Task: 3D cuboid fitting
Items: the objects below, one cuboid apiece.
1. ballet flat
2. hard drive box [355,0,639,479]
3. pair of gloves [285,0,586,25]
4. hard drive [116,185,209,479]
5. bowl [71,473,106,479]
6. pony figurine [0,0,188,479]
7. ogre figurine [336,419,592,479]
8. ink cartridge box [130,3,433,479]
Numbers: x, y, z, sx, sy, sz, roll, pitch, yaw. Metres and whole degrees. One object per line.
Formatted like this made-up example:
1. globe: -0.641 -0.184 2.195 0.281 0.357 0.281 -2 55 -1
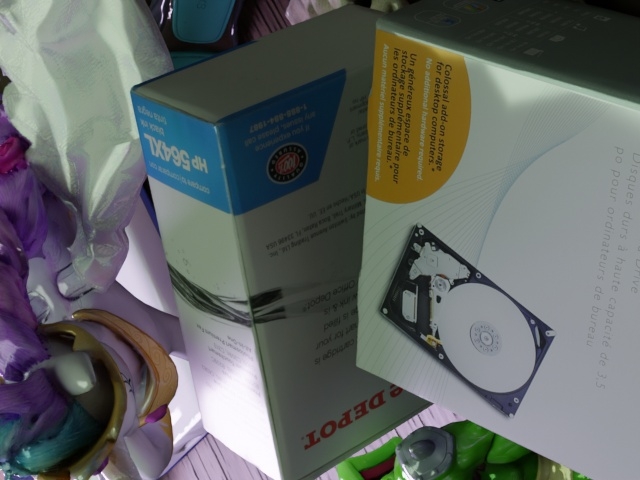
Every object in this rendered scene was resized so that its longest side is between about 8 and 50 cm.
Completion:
1. ballet flat: -0.086 -0.146 0.922 0.074 0.074 0.203 58 151 21
2. hard drive box: 0.135 0.006 0.593 0.232 0.089 0.181 22 124 33
3. pair of gloves: 0.060 -0.097 0.744 0.204 0.042 0.240 61 151 8
4. hard drive: -0.181 0.030 1.161 0.319 0.040 0.210 63 146 14
5. bowl: -0.214 0.197 1.279 0.142 0.053 0.142 -25 85 57
6. pony figurine: -0.167 0.004 0.832 0.351 0.303 0.363 54 -175 5
7. ogre figurine: 0.075 0.146 0.756 0.197 0.118 0.097 -48 55 54
8. ink cartridge box: 0.000 0.000 0.716 0.086 0.148 0.203 24 131 47
